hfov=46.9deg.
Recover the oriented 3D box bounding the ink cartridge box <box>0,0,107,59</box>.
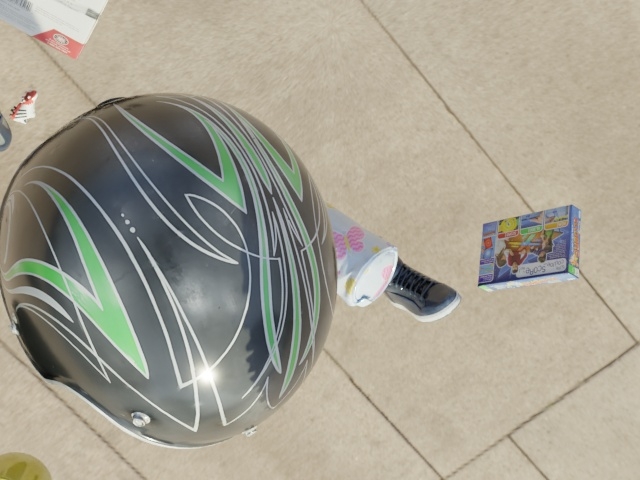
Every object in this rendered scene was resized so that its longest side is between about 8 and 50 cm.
[{"bbox_3d":[-0.262,-0.262,0.741,0.099,0.056,0.135,28,144,-22],"label":"ink cartridge box"}]

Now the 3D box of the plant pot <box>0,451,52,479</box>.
[{"bbox_3d":[-0.506,0.410,1.180,0.134,0.095,0.134,2,75,-9],"label":"plant pot"}]

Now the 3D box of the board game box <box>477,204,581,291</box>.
[{"bbox_3d":[0.391,0.018,1.392,0.035,0.201,0.136,24,67,-35],"label":"board game box"}]

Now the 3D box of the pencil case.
[{"bbox_3d":[0.000,0.000,1.262,0.273,0.113,0.124,33,77,29],"label":"pencil case"}]

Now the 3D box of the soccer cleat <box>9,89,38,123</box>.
[{"bbox_3d":[-0.506,-0.231,1.278,0.083,0.029,0.036,-33,136,32],"label":"soccer cleat"}]

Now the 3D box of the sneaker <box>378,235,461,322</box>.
[{"bbox_3d":[0.160,0.073,1.443,0.086,0.226,0.163,-49,114,-17],"label":"sneaker"}]

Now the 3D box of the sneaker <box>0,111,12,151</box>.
[{"bbox_3d":[-0.695,-0.281,1.481,0.131,0.319,0.112,-7,64,11],"label":"sneaker"}]

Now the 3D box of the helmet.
[{"bbox_3d":[-0.071,0.012,0.373,0.162,0.169,0.169,13,112,40],"label":"helmet"}]
